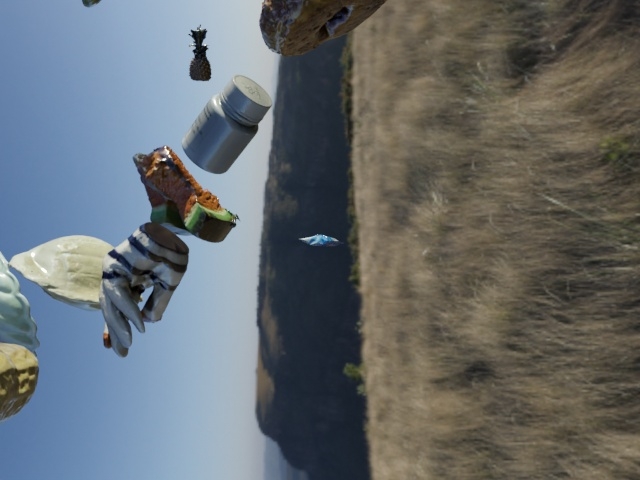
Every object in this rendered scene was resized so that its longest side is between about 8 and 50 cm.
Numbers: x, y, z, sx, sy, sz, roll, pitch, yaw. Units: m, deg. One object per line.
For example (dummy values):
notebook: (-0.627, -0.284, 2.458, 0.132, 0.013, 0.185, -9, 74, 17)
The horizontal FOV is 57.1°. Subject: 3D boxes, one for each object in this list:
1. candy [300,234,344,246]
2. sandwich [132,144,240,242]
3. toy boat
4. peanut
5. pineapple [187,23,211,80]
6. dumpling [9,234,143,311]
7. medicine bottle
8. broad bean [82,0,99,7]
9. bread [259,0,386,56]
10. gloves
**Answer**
candy: (0.000, 0.000, 1.946, 0.088, 0.136, 0.038, 2, -89, -57)
sandwich: (-0.363, -0.100, 1.483, 0.301, 0.162, 0.250, 49, -176, -3)
toy boat: (-0.738, 0.145, 1.341, 0.199, 0.100, 0.290, -34, 77, 46)
peanut: (-0.581, 0.249, 1.003, 0.313, 0.152, 0.152, 111, 159, -85)
pineapple: (-0.283, -0.442, 1.392, 0.058, 0.058, 0.124, -96, 12, -62)
dumpling: (-0.432, 0.071, 1.087, 0.131, 0.179, 0.252, -57, -28, 5)
medicine bottle: (-0.131, -0.164, 0.834, 0.130, 0.080, 0.080, -46, 27, 27)
broad bean: (-0.546, -0.688, 1.522, 0.072, 0.206, 0.153, 51, 176, -25)
bread: (0.010, -0.285, 0.687, 0.064, 0.193, 0.193, 59, 176, 1)
gloves: (-0.317, 0.084, 0.994, 0.219, 0.131, 0.140, -49, 3, 10)
